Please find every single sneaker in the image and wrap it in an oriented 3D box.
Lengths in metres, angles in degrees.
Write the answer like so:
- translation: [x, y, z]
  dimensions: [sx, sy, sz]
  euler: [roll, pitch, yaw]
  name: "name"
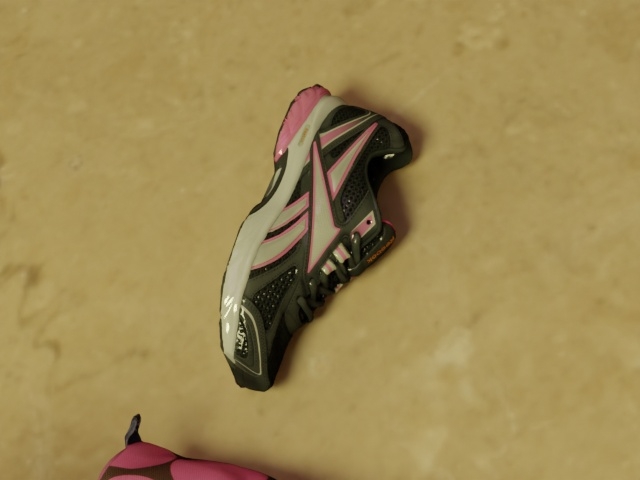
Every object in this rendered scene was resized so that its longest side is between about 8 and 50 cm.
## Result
- translation: [0.000, 0.000, 1.039]
  dimensions: [0.077, 0.072, 0.178]
  euler: [15, 77, 13]
  name: "sneaker"

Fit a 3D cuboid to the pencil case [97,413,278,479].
- translation: [-0.017, 0.160, 0.956]
  dimensions: [0.209, 0.098, 0.095]
  euler: [14, 105, 22]
  name: "pencil case"
